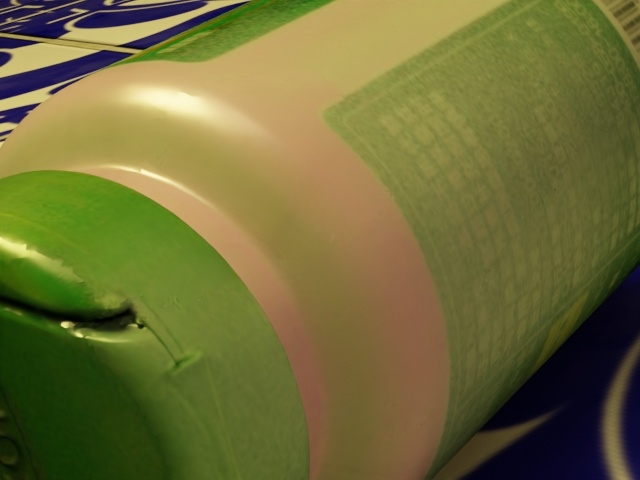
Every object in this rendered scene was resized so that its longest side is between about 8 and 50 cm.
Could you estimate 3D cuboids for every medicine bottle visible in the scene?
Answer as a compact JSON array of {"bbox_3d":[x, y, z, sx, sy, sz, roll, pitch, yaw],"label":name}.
[{"bbox_3d":[0.000,0.000,0.454,0.133,0.133,0.274,-2,19,32],"label":"medicine bottle"}]
